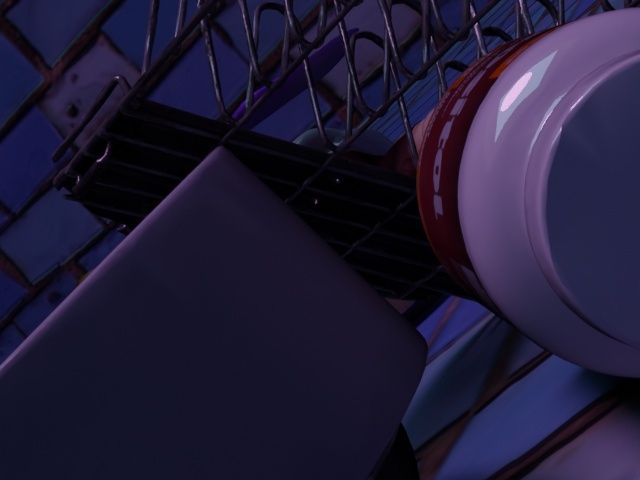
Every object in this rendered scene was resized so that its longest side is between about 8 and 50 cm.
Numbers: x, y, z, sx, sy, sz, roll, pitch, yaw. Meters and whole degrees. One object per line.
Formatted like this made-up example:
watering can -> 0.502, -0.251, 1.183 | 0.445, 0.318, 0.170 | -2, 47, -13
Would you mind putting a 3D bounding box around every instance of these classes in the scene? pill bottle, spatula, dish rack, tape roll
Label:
pill bottle -> 0.072, -0.013, 0.437 | 0.086, 0.086, 0.152 | -44, 5, 0
spatula -> -0.074, -0.013, 0.992 | 0.296, 0.030, 0.084 | -54, 1, -19
dish rack -> 0.046, -0.069, 0.557 | 0.271, 0.208, 0.074 | -42, 41, 46
tape roll -> -0.074, 0.078, 0.432 | 0.219, 0.072, 0.219 | -45, 5, 5

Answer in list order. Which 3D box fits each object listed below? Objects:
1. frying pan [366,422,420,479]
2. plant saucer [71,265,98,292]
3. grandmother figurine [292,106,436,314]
frying pan -> -0.008, 0.091, 0.437 | 0.326, 0.053, 0.197 | -36, 10, 49
plant saucer -> -0.120, 0.107, 0.764 | 0.241, 0.037, 0.241 | -158, 90, -81
grandmother figurine -> 0.000, 0.000, 0.958 | 0.207, 0.104, 0.342 | -24, 6, 11
